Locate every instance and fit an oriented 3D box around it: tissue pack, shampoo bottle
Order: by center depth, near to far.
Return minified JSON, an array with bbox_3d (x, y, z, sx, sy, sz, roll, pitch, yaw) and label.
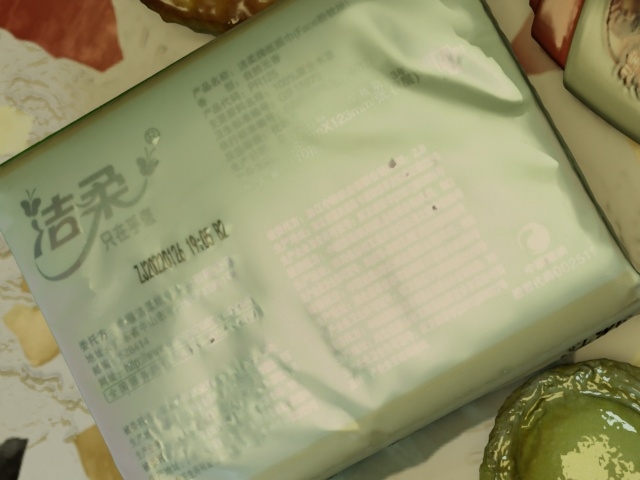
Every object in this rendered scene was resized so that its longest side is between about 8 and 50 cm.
[{"bbox_3d":[0.000,0.000,1.323,0.405,0.205,0.332,-29,82,11],"label":"tissue pack"},{"bbox_3d":[0.244,-0.162,1.340,0.284,0.071,0.153,31,93,11],"label":"shampoo bottle"}]

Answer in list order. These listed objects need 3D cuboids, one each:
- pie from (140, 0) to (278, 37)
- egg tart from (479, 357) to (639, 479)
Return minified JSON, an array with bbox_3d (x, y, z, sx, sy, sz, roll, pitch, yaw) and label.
[{"bbox_3d":[-0.057,-0.310,1.411,0.315,0.092,0.315,0,90,18],"label":"pie"},{"bbox_3d":[0.218,0.184,1.332,0.197,0.078,0.197,-1,86,12],"label":"egg tart"}]
